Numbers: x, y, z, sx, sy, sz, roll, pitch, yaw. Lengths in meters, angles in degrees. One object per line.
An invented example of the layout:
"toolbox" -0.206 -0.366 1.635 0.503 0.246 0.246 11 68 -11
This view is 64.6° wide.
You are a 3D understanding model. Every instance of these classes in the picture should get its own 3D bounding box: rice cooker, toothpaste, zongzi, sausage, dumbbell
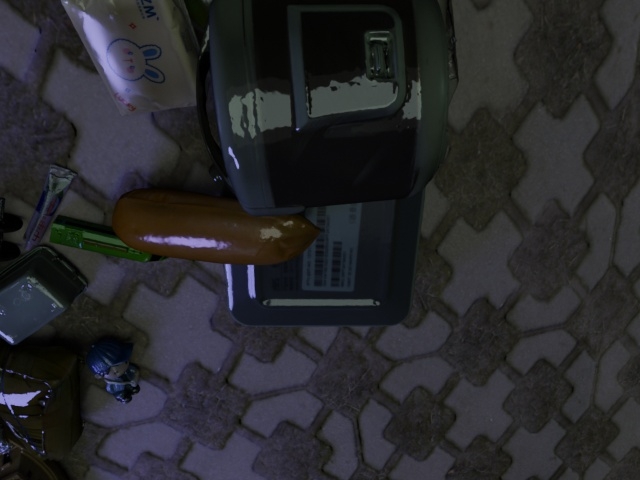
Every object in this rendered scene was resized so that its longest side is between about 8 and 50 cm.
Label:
"rice cooker" -0.010 -0.206 0.710 0.325 0.335 0.335 -4 116 -1
"toothpaste" -0.487 -0.055 0.897 0.045 0.028 0.170 25 104 -28
"zongzi" -0.622 0.300 1.000 0.289 0.123 0.260 13 119 0
"sausage" -0.176 -0.019 0.849 0.354 0.116 0.134 7 145 18
"dumbbell" -0.560 -0.007 0.881 0.069 0.069 0.147 13 112 -17

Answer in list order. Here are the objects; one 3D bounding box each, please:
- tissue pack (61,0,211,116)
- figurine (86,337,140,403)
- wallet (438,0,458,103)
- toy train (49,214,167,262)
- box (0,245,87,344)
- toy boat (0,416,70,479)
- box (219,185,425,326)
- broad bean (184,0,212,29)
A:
"tissue pack" -0.264 -0.294 0.754 0.148 0.092 0.196 -8 138 5
"figurine" -0.419 0.264 1.041 0.087 0.086 0.149 16 132 25
"wallet" 0.102 -0.322 0.875 0.275 0.068 0.335 -16 123 0
"toy train" -0.383 0.005 0.937 0.209 0.042 0.044 14 112 -17
"box" -0.534 0.106 0.925 0.172 0.093 0.124 -35 117 6
"toy boat" -0.627 0.507 1.081 0.089 0.121 0.321 -25 117 -5
"box" 0.000 0.000 0.964 0.373 0.090 0.367 0 114 -3
"broad bean" -0.202 -0.378 0.788 0.325 0.067 0.075 20 84 -17
